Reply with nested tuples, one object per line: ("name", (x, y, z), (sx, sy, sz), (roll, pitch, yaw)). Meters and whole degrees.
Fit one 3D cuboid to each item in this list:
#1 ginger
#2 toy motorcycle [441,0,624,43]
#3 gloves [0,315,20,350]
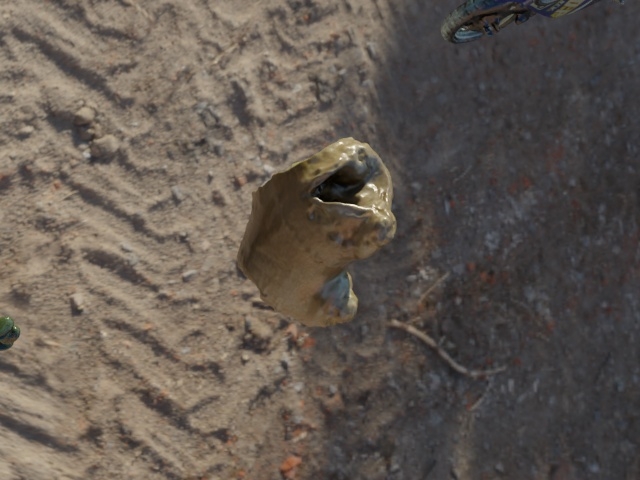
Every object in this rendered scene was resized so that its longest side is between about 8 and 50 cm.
("ginger", (0.000, 0.000, 0.949), (0.130, 0.276, 0.221), (-15, 89, -38))
("toy motorcycle", (0.214, -0.253, 0.609), (0.169, 0.315, 0.113), (-17, 80, -17))
("gloves", (-0.596, 0.121, 1.154), (0.268, 0.135, 0.107), (27, 109, -36))
